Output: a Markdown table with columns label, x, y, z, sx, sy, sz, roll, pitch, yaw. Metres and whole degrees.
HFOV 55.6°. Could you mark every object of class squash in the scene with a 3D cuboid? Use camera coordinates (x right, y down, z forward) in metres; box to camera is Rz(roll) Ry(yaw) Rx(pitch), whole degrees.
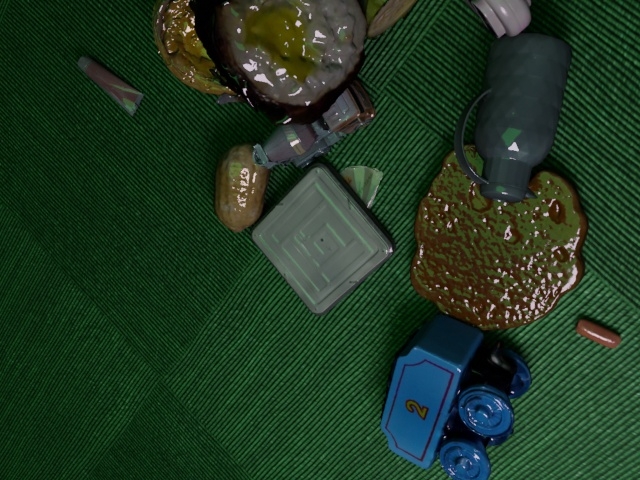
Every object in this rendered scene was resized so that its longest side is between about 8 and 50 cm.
| label | x | y | z | sx | sy | sz | roll | pitch | yaw |
| --- | --- | --- | --- | --- | --- | --- | --- | --- | --- |
| squash | 0.075 | -0.541 | 1.157 | 0.189 | 0.189 | 0.260 | -41 | 88 | 26 |

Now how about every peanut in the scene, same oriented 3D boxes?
| label | x | y | z | sx | sy | sz | roll | pitch | yaw |
| --- | --- | --- | --- | --- | --- | --- | --- | --- | --- |
| peanut | -0.186 | -0.124 | 1.401 | 0.129 | 0.129 | 0.224 | 24 | 111 | 19 |

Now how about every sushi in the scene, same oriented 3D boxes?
| label | x | y | z | sx | sy | sz | roll | pitch | yaw |
| --- | --- | --- | --- | --- | --- | --- | --- | --- | --- |
| sushi | -0.083 | -0.391 | 1.158 | 0.294 | 0.281 | 0.299 | 41 | 156 | 57 |

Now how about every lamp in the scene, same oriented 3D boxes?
| label | x | y | z | sx | sy | sz | roll | pitch | yaw |
| --- | --- | --- | --- | --- | --- | --- | --- | --- | --- |
| lamp | 0.000 | 0.000 | 1.373 | 0.266 | 0.047 | 0.269 | 50 | 118 | 7 |
| lamp | 0.292 | -0.446 | 1.035 | 0.108 | 0.179 | 0.246 | -39 | 44 | 23 |

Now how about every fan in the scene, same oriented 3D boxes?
| label | x | y | z | sx | sy | sz | roll | pitch | yaw |
| --- | --- | --- | --- | --- | --- | --- | --- | --- | --- |
| fan | 0.049 | -0.079 | 1.365 | 0.131 | 0.009 | 0.240 | 45 | 116 | 13 |

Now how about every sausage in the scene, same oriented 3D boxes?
| label | x | y | z | sx | sy | sz | roll | pitch | yaw |
| --- | --- | --- | --- | --- | --- | --- | --- | --- | --- |
| sausage | 0.536 | 0.180 | 1.174 | 0.083 | 0.034 | 0.034 | 26 | 110 | 17 |

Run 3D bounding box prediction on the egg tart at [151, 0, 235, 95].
| label | x | y | z | sx | sy | sz | roll | pitch | yaw |
| --- | --- | --- | --- | --- | --- | --- | --- | --- | --- |
| egg tart | -0.221 | -0.463 | 1.343 | 0.291 | 0.107 | 0.290 | 0 | 110 | 0 |

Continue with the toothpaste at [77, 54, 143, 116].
| label | x | y | z | sx | sy | sz | roll | pitch | yaw |
| --- | --- | --- | --- | --- | --- | --- | --- | --- | --- |
| toothpaste | -0.538 | -0.404 | 1.557 | 0.194 | 0.043 | 0.067 | 39 | 112 | 7 |

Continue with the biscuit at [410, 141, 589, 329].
| label | x | y | z | sx | sy | sz | roll | pitch | yaw |
| --- | --- | --- | --- | --- | --- | --- | --- | --- | --- |
| biscuit | 0.339 | -0.009 | 1.207 | 0.359 | 0.074 | 0.381 | -10 | 94 | 25 |

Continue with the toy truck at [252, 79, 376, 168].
| label | x | y | z | sx | sy | sz | roll | pitch | yaw |
| --- | --- | --- | --- | --- | --- | --- | --- | --- | --- |
| toy truck | -0.020 | -0.237 | 1.289 | 0.257 | 0.140 | 0.108 | -30 | 87 | 27 |

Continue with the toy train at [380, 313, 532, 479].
| label | x | y | z | sx | sy | sz | roll | pitch | yaw |
| --- | --- | --- | --- | --- | --- | --- | --- | --- | --- |
| toy train | 0.266 | 0.318 | 1.233 | 0.265 | 0.188 | 0.300 | 23 | 123 | 23 |

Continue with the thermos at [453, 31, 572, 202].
| label | x | y | z | sx | sy | sz | roll | pitch | yaw |
| --- | --- | --- | --- | --- | --- | --- | --- | --- | --- |
| thermos | 0.333 | -0.214 | 1.070 | 0.182 | 0.145 | 0.286 | 15 | 85 | -18 |
